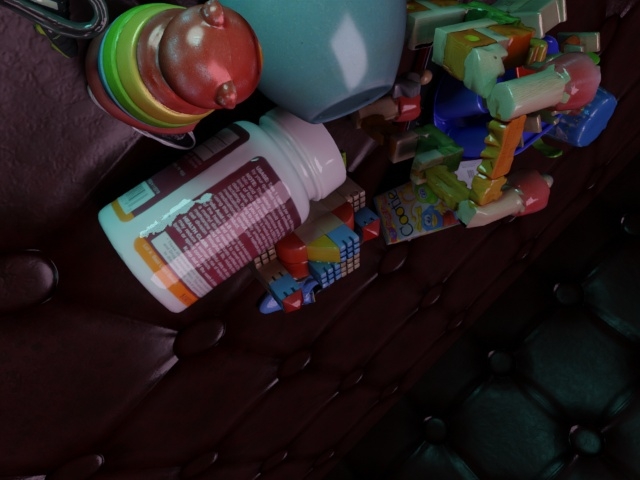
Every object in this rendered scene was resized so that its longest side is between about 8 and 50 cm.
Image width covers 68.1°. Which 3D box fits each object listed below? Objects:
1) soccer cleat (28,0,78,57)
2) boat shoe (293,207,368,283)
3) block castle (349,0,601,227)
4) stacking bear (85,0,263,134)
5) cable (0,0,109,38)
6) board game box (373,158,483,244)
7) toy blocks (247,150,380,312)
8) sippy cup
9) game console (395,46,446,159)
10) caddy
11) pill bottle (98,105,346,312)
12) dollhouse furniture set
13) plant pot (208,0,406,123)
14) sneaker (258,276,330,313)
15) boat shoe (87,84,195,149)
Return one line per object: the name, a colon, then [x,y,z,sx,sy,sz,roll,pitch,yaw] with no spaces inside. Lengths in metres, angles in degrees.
soccer cleat: [-0.330,-0.310,0.574,0.072,0.060,0.178,-18,138,-7]
boat shoe: [0.000,0.000,1.210,0.307,0.104,0.110,-30,103,-27]
block castle: [0.255,-0.270,0.887,0.213,0.453,0.303,-20,138,-20]
stacking bear: [-0.176,-0.218,0.593,0.164,0.289,0.175,-13,109,-36]
cable: [-0.393,-0.284,0.515,0.287,0.072,0.139,-15,122,-25]
board game box: [0.295,-0.095,1.246,0.144,0.142,0.275,-13,175,-37]
toy blocks: [-0.022,-0.016,1.023,0.382,0.261,0.190,-31,143,-20]
sippy cup: [0.749,-0.405,1.446,0.240,0.224,0.305,-50,146,8]
game console: [0.363,-0.382,1.219,0.387,0.060,0.341,-16,136,-36]
caddy: [0.422,-0.341,1.140,0.341,0.179,0.241,-36,117,-16]
pill bottle: [-0.163,-0.072,0.856,0.392,0.224,0.224,-36,145,-11]
dollhouse furniture set: [0.436,-0.367,0.987,0.262,0.135,0.259,-38,128,-15]
plant pot: [0.007,-0.290,0.700,0.290,0.195,0.290,-22,-177,1]
sneaker: [-0.070,0.150,1.306,0.209,0.082,0.069,-29,144,-20]
boat shoe: [-0.275,-0.195,0.752,0.066,0.063,0.184,-48,146,4]
